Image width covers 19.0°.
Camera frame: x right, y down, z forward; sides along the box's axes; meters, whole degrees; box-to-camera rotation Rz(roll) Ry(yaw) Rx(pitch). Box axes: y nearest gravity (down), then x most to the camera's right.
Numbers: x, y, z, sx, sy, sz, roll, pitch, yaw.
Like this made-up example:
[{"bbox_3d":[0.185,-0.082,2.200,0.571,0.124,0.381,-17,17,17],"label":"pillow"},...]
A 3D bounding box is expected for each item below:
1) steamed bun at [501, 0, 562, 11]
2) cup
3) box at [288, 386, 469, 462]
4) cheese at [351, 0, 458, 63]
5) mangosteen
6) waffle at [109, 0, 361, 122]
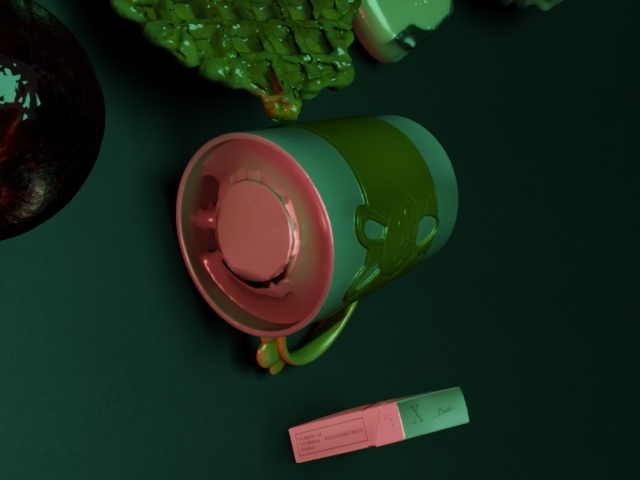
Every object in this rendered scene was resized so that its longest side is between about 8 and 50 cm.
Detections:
[{"bbox_3d":[0.215,-0.325,2.031,0.183,0.106,0.183,10,75,-42],"label":"steamed bun"},{"bbox_3d":[0.000,0.000,1.749,0.226,0.185,0.241,-20,125,-47],"label":"cup"},{"bbox_3d":[0.052,0.168,1.745,0.084,0.154,0.040,-6,81,-41],"label":"box"},{"bbox_3d":[0.038,-0.305,1.910,0.127,0.054,0.251,-44,108,-37],"label":"cheese"},{"bbox_3d":[-0.274,-0.106,1.508,0.216,0.216,0.216,10,73,-38],"label":"mangosteen"},{"bbox_3d":[-0.083,-0.231,1.745,0.291,0.051,0.291,21,42,-20],"label":"waffle"}]
